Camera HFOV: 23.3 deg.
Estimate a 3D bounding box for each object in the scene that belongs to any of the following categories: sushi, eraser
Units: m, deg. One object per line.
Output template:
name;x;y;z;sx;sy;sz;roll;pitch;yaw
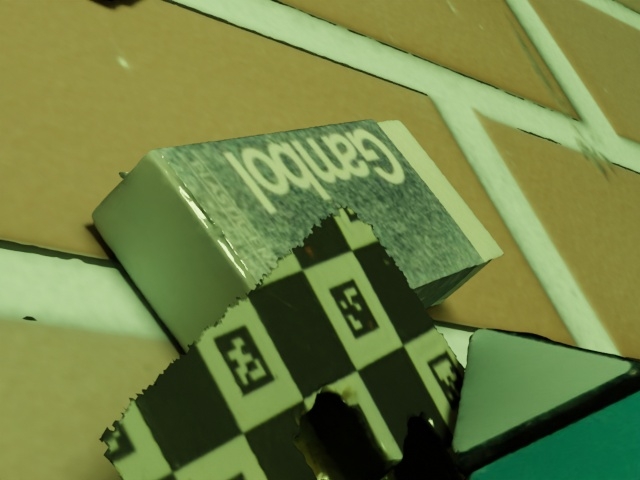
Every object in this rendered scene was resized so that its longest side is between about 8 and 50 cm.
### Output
sushi;0.011;0.102;0.520;0.192;0.040;0.210;57;29;-4
eraser;0.000;0.000;0.658;0.092;0.046;0.212;53;27;12

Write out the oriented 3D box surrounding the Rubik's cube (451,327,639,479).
Rubik's cube;0.175;0.181;0.511;0.284;0.250;0.234;-77;151;-57
